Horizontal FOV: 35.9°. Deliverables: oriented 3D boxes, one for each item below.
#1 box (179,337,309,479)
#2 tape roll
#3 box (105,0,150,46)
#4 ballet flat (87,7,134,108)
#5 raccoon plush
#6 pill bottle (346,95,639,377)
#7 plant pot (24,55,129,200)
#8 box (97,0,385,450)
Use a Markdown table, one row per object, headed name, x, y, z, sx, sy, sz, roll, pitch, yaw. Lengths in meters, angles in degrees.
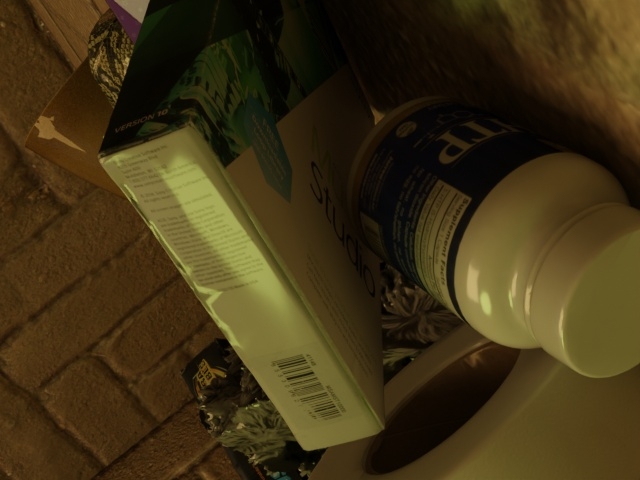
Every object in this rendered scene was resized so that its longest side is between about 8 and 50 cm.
| name | x | y | z | sx | sy | sz | roll | pitch | yaw |
| --- | --- | --- | --- | --- | --- | --- | --- | --- | --- |
| box | 0.009 | 0.253 | 1.146 | 0.293 | 0.073 | 0.295 | 54 | -163 | 25 |
| tape roll | 0.128 | 0.164 | 0.639 | 0.169 | 0.246 | 0.246 | 49 | 171 | -6 |
| box | -0.115 | -0.216 | 0.707 | 0.201 | 0.057 | 0.293 | -95 | -20 | -49 |
| ballet flat | -0.138 | -0.084 | 1.271 | 0.182 | 0.164 | 0.482 | 35 | 158 | 43 |
| raccoon plush | 0.046 | 0.028 | 0.945 | 0.216 | 0.446 | 0.299 | 21 | -132 | -29 |
| pill bottle | 0.105 | -0.005 | 0.549 | 0.187 | 0.112 | 0.112 | 38 | 164 | 52 |
| plant pot | -0.264 | -0.150 | 1.472 | 0.254 | 0.237 | 0.237 | 40 | 172 | -10 |
| box | -0.027 | -0.068 | 0.615 | 0.322 | 0.059 | 0.232 | -90 | -23 | -49 |
